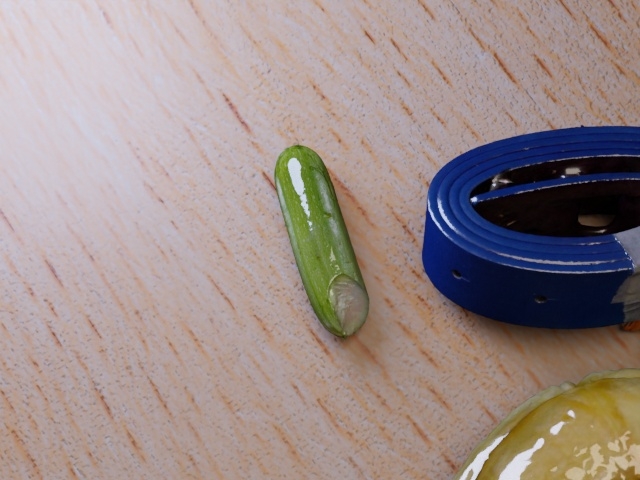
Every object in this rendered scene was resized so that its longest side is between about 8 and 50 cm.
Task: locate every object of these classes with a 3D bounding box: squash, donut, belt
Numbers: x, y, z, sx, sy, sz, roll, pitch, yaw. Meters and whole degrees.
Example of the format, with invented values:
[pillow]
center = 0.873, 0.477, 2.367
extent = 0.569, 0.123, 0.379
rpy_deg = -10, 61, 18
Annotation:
[squash]
center = 0.000, 0.000, 1.632
extent = 0.069, 0.069, 0.238
rpy_deg = -13, 72, -10
[donut]
center = 0.332, 0.345, 1.466
extent = 0.449, 0.198, 0.448
rpy_deg = 0, 67, 1
[belt]
center = 0.289, -0.017, 1.613
extent = 0.347, 0.117, 0.212
rpy_deg = -5, 51, -5

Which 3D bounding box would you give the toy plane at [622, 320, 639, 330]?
[toy plane]
center = 0.428, 0.085, 1.651
extent = 0.188, 0.062, 0.135
rpy_deg = 11, 45, -5
